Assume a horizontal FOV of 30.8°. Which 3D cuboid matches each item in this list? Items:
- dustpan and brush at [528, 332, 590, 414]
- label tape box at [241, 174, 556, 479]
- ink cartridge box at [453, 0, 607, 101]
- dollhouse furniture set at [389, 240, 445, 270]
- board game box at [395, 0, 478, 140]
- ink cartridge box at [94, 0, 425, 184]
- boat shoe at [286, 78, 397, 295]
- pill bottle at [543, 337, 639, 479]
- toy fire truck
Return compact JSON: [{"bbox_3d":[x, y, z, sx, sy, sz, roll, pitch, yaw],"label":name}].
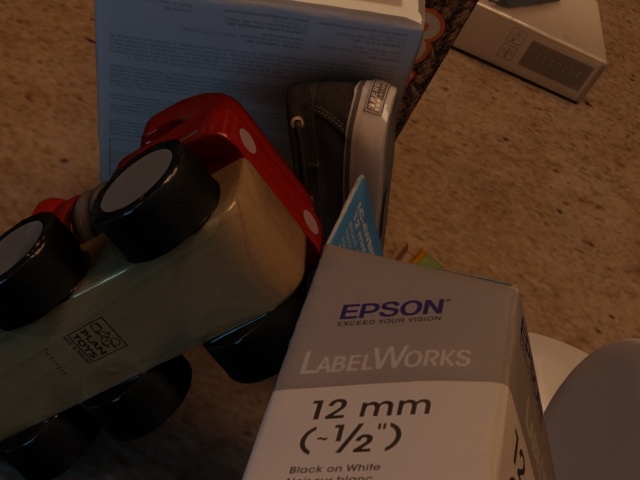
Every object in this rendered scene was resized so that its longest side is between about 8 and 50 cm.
[{"bbox_3d":[0.221,0.155,0.838,0.211,0.060,0.147,13,52,-13],"label":"dustpan and brush"},{"bbox_3d":[0.059,0.156,0.551,0.115,0.249,0.348,-4,34,19],"label":"label tape box"},{"bbox_3d":[0.171,-0.301,1.311,0.296,0.066,0.261,22,39,-12],"label":"ink cartridge box"},{"bbox_3d":[0.075,0.041,0.856,0.076,0.058,0.152,36,37,6],"label":"dollhouse furniture set"},{"bbox_3d":[-0.008,-0.173,0.853,0.141,0.291,0.232,17,39,-17],"label":"board game box"},{"bbox_3d":[-0.049,-0.094,0.746,0.189,0.232,0.066,6,63,-6],"label":"ink cartridge box"},{"bbox_3d":[0.000,0.000,0.732,0.076,0.228,0.080,10,40,7],"label":"boat shoe"},{"bbox_3d":[0.300,0.186,0.714,0.334,0.188,0.188,25,37,-17],"label":"pill bottle"},{"bbox_3d":[-0.098,0.001,0.675,0.158,0.217,0.246,51,23,-28],"label":"toy fire truck"}]
